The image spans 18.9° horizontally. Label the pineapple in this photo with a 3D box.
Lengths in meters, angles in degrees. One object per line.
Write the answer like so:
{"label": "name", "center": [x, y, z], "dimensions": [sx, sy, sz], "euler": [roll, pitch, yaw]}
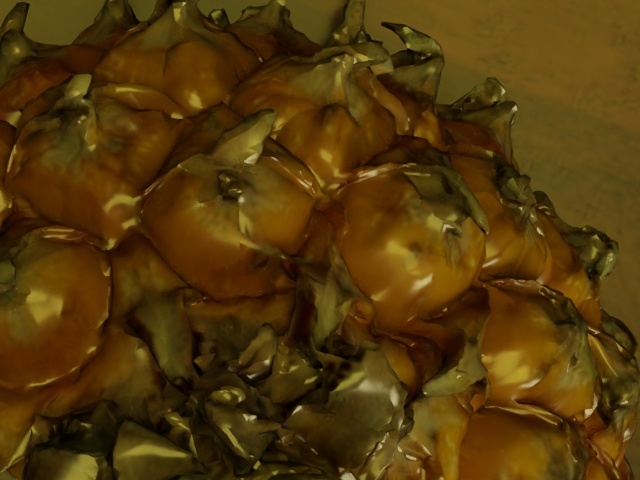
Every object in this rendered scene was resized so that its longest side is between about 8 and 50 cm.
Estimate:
{"label": "pineapple", "center": [0.000, 0.000, 0.622], "dimensions": [0.344, 0.286, 0.209], "euler": [18, 89, -7]}
